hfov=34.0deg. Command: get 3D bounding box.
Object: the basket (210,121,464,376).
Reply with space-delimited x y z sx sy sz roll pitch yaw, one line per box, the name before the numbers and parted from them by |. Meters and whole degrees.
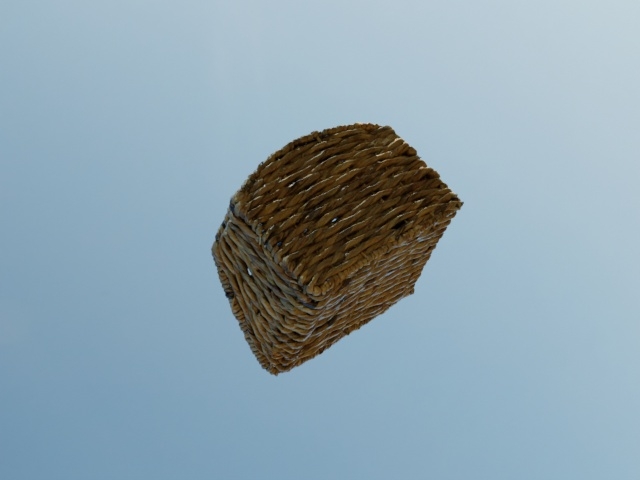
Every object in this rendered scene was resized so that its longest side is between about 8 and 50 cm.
basket | 0.000 0.000 1.409 0.299 0.223 0.213 -30 -112 -34
